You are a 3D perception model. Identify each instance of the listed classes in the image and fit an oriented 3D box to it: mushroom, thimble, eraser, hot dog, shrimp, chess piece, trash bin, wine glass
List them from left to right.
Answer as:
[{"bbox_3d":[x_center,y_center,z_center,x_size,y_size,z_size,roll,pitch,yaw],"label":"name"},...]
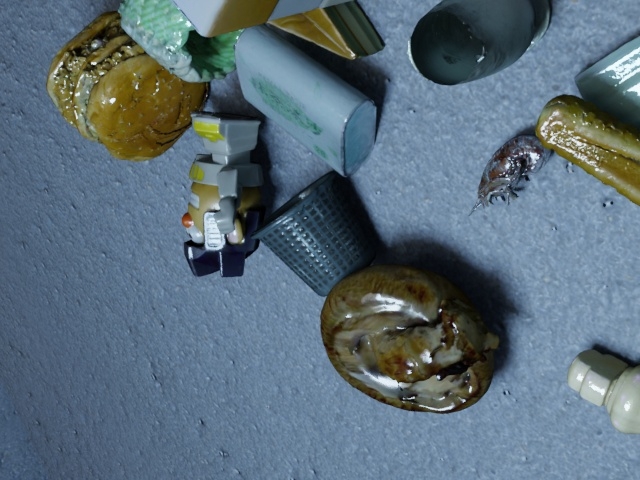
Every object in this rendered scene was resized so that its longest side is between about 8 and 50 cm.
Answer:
[{"bbox_3d":[-0.196,-0.358,1.325,0.150,0.219,0.219,38,132,18],"label":"thimble"},{"bbox_3d":[-0.024,-0.218,1.314,0.227,0.081,0.174,40,163,21],"label":"eraser"},{"bbox_3d":[0.000,0.000,1.383,0.161,0.175,0.175,52,137,-6],"label":"trash bin"},{"bbox_3d":[0.146,0.148,1.295,0.283,0.195,0.263,2,122,58],"label":"mushroom"},{"bbox_3d":[0.197,-0.257,1.035,0.111,0.204,0.111,19,125,30],"label":"wine glass"},{"bbox_3d":[0.255,-0.085,1.176,0.065,0.057,0.165,40,136,12],"label":"shrimp"},{"bbox_3d":[0.389,-0.083,1.006,0.289,0.068,0.083,31,116,6],"label":"hot dog"},{"bbox_3d":[0.503,0.255,1.094,0.397,0.117,0.117,27,127,32],"label":"chess piece"}]

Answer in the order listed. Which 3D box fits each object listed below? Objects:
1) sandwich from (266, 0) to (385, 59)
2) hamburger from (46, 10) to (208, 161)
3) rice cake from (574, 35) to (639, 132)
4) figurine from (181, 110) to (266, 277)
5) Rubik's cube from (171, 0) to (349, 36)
[{"bbox_3d":[0.002,-0.314,1.272,0.163,0.079,0.113,55,138,3],"label":"sandwich"},{"bbox_3d":[-0.340,-0.276,1.496,0.211,0.245,0.260,41,113,22],"label":"hamburger"},{"bbox_3d":[0.412,-0.199,0.982,0.237,0.043,0.127,-32,88,47],"label":"rice cake"},{"bbox_3d":[-0.165,-0.079,1.459,0.143,0.308,0.308,0,115,7],"label":"figurine"},{"bbox_3d":[-0.062,-0.508,1.039,0.347,0.344,0.346,53,135,10],"label":"Rubik's cube"}]
